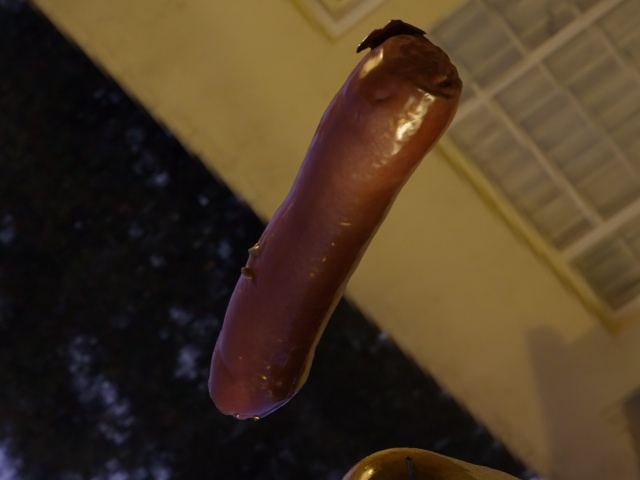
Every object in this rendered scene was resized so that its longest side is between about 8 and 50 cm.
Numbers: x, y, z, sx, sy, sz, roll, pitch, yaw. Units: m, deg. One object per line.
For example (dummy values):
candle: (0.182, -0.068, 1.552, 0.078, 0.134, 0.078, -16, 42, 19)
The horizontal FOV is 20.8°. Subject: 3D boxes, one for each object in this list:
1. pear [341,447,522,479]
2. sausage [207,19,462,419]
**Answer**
pear: (0.123, 0.303, 1.419, 0.285, 0.336, 0.285, 5, -126, -7)
sausage: (0.000, 0.000, 1.426, 0.094, 0.419, 0.094, 31, -139, 4)
